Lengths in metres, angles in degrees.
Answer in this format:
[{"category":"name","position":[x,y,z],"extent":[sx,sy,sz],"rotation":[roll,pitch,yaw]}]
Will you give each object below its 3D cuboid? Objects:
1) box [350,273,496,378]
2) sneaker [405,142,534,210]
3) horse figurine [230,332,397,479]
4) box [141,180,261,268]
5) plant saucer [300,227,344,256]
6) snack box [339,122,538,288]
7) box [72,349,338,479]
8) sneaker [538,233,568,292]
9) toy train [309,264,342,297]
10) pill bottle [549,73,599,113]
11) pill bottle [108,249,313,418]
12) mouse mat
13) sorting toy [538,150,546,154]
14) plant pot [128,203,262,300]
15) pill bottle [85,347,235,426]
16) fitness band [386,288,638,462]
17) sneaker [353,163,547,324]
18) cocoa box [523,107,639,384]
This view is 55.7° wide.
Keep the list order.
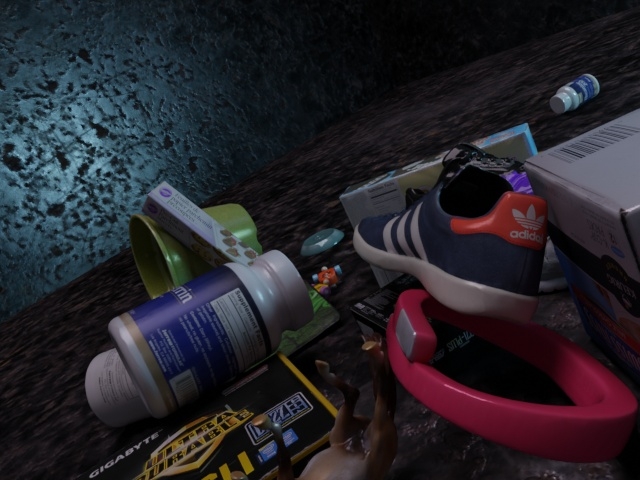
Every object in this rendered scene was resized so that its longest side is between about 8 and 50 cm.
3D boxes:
[{"category":"box","position":[0.148,0.105,0.822],"extent":[0.147,0.078,0.180],"rotation":[-31,17,-15]},{"category":"sneaker","position":[0.246,-0.084,0.871],"extent":[0.293,0.146,0.102],"rotation":[-24,-12,26]},{"category":"horse figurine","position":[0.008,0.204,0.572],"extent":[0.066,0.175,0.263],"rotation":[11,39,42]},{"category":"box","position":[-0.241,0.001,1.328],"extent":[0.067,0.324,0.063],"rotation":[-49,3,44]},{"category":"plant saucer","position":[0.000,0.000,1.483],"extent":[0.119,0.021,0.119],"rotation":[-24,16,7]},{"category":"snack box","position":[0.212,-0.047,1.002],"extent":[0.321,0.187,0.060],"rotation":[-17,16,27]},{"category":"box","position":[-0.134,0.280,0.719],"extent":[0.321,0.079,0.257],"rotation":[-30,18,-14]},{"category":"sneaker","position":[0.338,-0.004,0.801],"extent":[0.281,0.115,0.105],"rotation":[-6,25,50]},{"category":"toy train","position":[-0.028,0.107,1.157],"extent":[0.166,0.046,0.125],"rotation":[-24,15,-2]},{"category":"pill bottle","position":[0.652,-0.375,1.561],"extent":[0.120,0.067,0.067],"rotation":[-32,17,-17]},{"category":"pill bottle","position":[-0.151,0.124,0.872],"extent":[0.264,0.153,0.153],"rotation":[-27,15,-24]},{"category":"mouse mat","position":[-0.072,0.149,1.053],"extent":[0.189,0.007,0.152],"rotation":[-33,36,-14]},{"category":"sorting toy","position":[0.362,-0.180,1.439],"extent":[0.347,0.047,0.196],"rotation":[-12,21,41]},{"category":"plant pot","position":[-0.292,0.030,1.480],"extent":[0.253,0.276,0.276],"rotation":[-22,12,-30]},{"category":"pill bottle","position":[-0.260,0.217,1.009],"extent":[0.229,0.131,0.131],"rotation":[-21,17,16]},{"category":"fitness band","position":[0.170,0.116,0.582],"extent":[0.208,0.054,0.291],"rotation":[16,10,0]},{"category":"sneaker","position":[0.150,-0.019,0.729],"extent":[0.131,0.148,0.350],"rotation":[11,7,-23]},{"category":"cocoa box","position":[0.413,-0.024,0.545],"extent":[0.347,0.228,0.231],"rotation":[-25,16,6]}]
